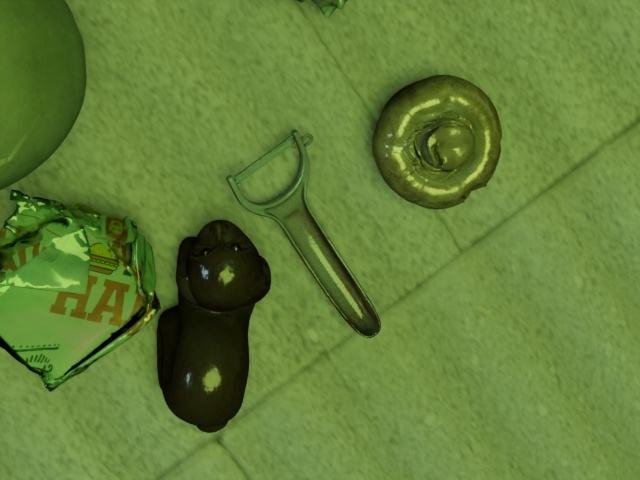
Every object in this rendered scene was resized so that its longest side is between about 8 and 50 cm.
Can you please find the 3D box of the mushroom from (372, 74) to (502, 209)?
[{"bbox_3d":[0.148,-0.120,1.754,0.166,0.127,0.166,-4,109,-13],"label":"mushroom"}]

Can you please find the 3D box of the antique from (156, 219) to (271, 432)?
[{"bbox_3d":[-0.130,0.103,1.725,0.121,0.143,0.257,13,96,-14],"label":"antique"}]

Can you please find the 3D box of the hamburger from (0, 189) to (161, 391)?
[{"bbox_3d":[-0.309,0.039,1.678,0.214,0.125,0.235,-43,111,-8],"label":"hamburger"}]

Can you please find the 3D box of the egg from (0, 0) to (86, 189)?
[{"bbox_3d":[-0.411,-0.173,1.489,0.278,0.336,0.278,11,113,27],"label":"egg"}]

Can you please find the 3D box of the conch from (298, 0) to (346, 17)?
[{"bbox_3d":[0.003,-0.351,1.690,0.137,0.114,0.234,54,50,-27],"label":"conch"}]

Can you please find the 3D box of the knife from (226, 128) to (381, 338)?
[{"bbox_3d":[0.000,0.000,1.780,0.123,0.053,0.278,-35,108,-9],"label":"knife"}]
